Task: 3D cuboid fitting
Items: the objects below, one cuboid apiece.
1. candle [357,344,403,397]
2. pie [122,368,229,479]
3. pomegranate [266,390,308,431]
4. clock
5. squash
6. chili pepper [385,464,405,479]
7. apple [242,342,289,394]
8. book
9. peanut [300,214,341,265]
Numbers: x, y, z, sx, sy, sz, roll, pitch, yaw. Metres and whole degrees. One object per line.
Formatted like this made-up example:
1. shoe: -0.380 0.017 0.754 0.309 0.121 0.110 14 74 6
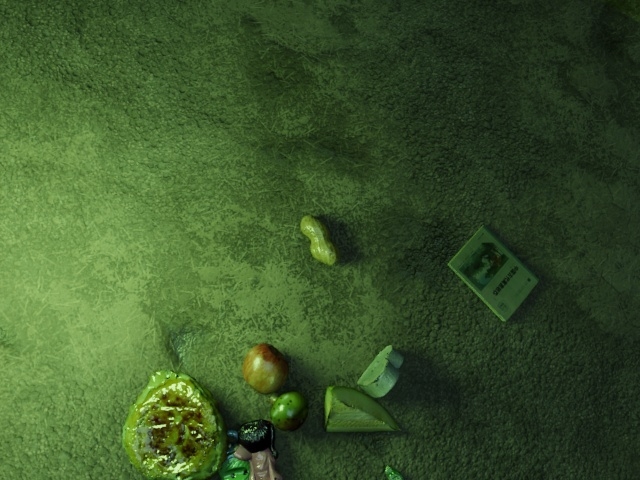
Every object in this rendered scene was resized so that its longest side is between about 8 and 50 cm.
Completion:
1. candle: 0.187 0.429 1.835 0.068 0.192 0.168 42 120 -2
2. pie: -0.428 0.555 1.697 0.288 0.103 0.355 -43 77 -3
3. pomegranate: -0.099 0.527 1.783 0.130 0.130 0.130 2 80 -10
4. clock: -0.222 0.651 1.742 0.194 0.100 0.195 -8 80 -10
5. squash: 0.141 0.523 1.823 0.252 0.093 0.169 3 124 -9
6. chili pepper: 0.256 0.820 1.820 0.088 0.059 0.227 -24 81 -1
7. apple: -0.169 0.397 1.775 0.146 0.146 0.131 40 94 -1
8. book: 0.609 0.113 2.021 0.282 0.025 0.215 44 75 1
9. peanut: -0.002 0.001 1.906 0.089 0.089 0.193 -26 81 -13
